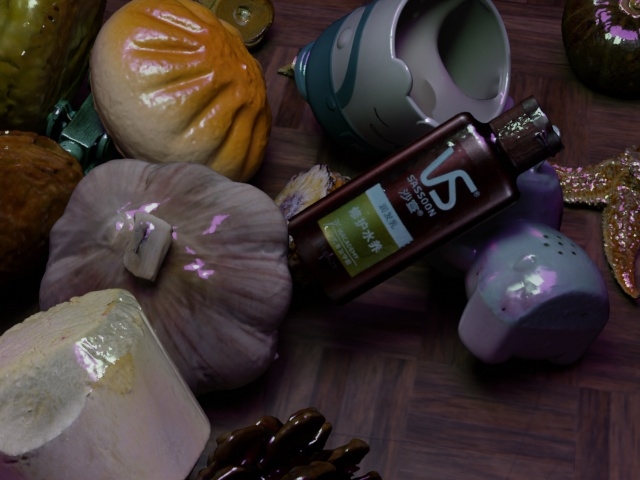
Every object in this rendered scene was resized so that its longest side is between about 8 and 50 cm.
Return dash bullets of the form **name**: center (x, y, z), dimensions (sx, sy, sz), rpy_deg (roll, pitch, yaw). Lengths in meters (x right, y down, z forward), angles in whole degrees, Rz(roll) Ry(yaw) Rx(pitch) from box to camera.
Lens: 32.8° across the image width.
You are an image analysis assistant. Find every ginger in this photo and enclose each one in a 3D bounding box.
- **ginger**: center (-0.004, -0.273, 1.732), dimensions (0.137, 0.044, 0.057), rpy_deg (13, 31, 10)

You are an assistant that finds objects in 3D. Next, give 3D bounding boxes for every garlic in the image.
- **garlic**: center (-0.187, 0.050, 1.300), dimensions (0.322, 0.321, 0.241), rpy_deg (24, 19, 21)

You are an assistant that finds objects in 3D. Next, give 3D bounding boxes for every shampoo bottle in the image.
- **shampoo bottle**: center (0.126, -0.053, 1.265), dimensions (0.323, 0.084, 0.129), rpy_deg (-30, 90, 12)

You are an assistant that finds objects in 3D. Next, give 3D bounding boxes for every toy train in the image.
- **toy train**: center (-0.318, -0.155, 1.546), dimensions (0.101, 0.159, 0.248), rpy_deg (21, 41, 0)

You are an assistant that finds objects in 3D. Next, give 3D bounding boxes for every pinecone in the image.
- **pinecone**: center (-0.023, 0.305, 1.073), dimensions (0.244, 0.244, 0.309), rpy_deg (-31, 64, -25)

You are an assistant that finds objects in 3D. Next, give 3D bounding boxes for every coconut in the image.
- **coconut**: center (-0.233, 0.197, 1.111), dimensions (0.239, 0.244, 0.239), rpy_deg (-23, 17, 8)

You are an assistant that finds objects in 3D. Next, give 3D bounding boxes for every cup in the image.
- **cup**: center (0.140, -0.219, 1.531), dimensions (0.258, 0.290, 0.219), rpy_deg (-6, 64, 54)

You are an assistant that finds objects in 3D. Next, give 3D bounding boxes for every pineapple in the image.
- **pineapple**: center (0.002, 0.000, 1.438), dimensions (0.161, 0.137, 0.176), rpy_deg (-27, 30, 37)

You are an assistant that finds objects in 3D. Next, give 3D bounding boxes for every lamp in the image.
- **lamp**: center (0.236, -0.015, 1.354), dimensions (0.247, 0.247, 0.301), rpy_deg (2, 43, -26)

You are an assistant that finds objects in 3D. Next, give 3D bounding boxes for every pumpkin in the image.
- **pumpkin**: center (0.482, -0.333, 1.718), dimensions (0.219, 0.162, 0.218), rpy_deg (-2, 72, 7)

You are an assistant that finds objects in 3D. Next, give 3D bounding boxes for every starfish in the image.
- **starfish**: center (0.482, -0.077, 1.520), dimensions (0.294, 0.084, 0.301), rpy_deg (-18, 45, -14)

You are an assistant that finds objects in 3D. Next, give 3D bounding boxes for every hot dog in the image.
- **hot dog**: center (-0.456, 0.009, 1.330), dimensions (0.174, 0.267, 0.387), rpy_deg (39, 59, 11)

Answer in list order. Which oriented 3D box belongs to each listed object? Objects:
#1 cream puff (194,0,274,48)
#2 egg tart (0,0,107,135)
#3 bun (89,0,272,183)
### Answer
- **cream puff**: center (-0.143, -0.378, 1.782), dimensions (0.133, 0.119, 0.104), rpy_deg (1, 24, -14)
- **egg tart**: center (-0.418, -0.277, 1.498), dimensions (0.178, 0.443, 0.443), rpy_deg (25, 51, 2)
- **bun**: center (-0.164, -0.207, 1.496), dimensions (0.165, 0.299, 0.299), rpy_deg (-23, 36, 34)
